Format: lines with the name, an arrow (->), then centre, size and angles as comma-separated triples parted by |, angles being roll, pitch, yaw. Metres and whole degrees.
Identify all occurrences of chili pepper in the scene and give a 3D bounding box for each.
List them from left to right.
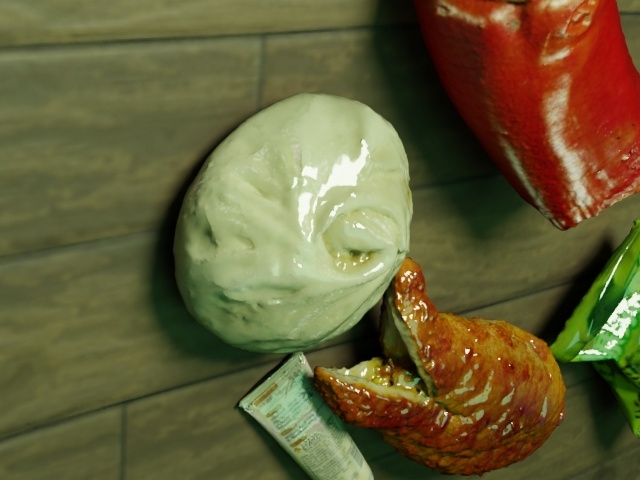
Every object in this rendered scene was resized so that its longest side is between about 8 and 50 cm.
chili pepper -> 0.129, -0.154, 0.655 | 0.134, 0.131, 0.338 | -33, 137, 8

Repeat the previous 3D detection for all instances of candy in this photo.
candy -> 0.300, 0.097, 0.959 | 0.246, 0.069, 0.149 | 42, 76, -38

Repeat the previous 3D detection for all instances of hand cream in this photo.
hand cream -> -0.007, 0.149, 0.757 | 0.061, 0.039, 0.143 | -38, 121, -11

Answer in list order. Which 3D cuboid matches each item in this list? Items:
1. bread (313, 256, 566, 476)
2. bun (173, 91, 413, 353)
bread -> 0.108, 0.118, 0.789 | 0.269, 0.095, 0.139 | 30, 93, -49
bun -> 0.000, 0.000, 0.642 | 0.183, 0.102, 0.183 | -20, 125, -32
